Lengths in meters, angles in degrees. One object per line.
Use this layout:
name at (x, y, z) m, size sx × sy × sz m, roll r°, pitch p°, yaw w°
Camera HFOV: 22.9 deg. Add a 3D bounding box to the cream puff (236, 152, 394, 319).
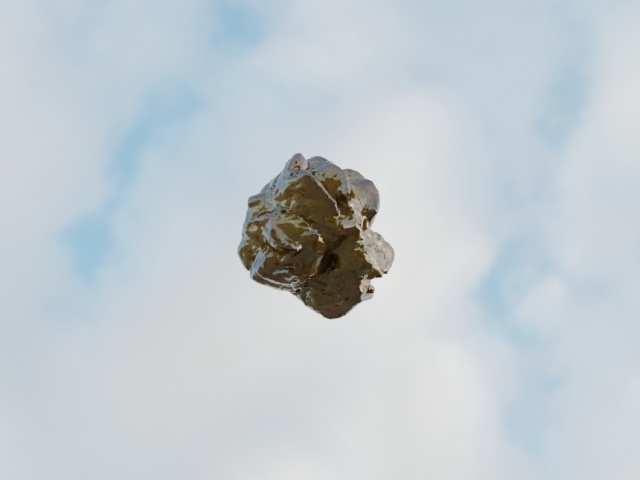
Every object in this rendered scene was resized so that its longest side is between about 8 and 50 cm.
cream puff at (0.000, 0.000, 1.166) m, size 0.116 × 0.094 × 0.122 m, roll -26°, pitch -53°, yaw -20°
